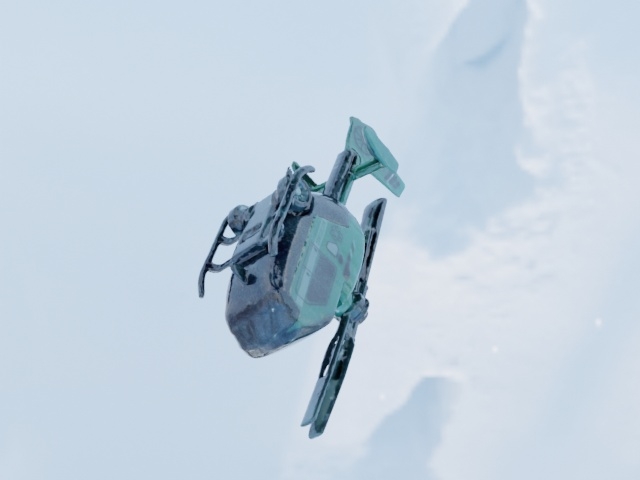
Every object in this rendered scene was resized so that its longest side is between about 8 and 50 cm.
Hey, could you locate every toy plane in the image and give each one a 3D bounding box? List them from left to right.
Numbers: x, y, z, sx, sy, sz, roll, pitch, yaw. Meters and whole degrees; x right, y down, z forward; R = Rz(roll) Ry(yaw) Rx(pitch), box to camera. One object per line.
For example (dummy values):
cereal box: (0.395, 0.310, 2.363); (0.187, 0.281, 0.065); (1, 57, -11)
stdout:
toy plane: (0.000, 0.000, 0.852); (0.060, 0.235, 0.096); (-32, 114, 35)
